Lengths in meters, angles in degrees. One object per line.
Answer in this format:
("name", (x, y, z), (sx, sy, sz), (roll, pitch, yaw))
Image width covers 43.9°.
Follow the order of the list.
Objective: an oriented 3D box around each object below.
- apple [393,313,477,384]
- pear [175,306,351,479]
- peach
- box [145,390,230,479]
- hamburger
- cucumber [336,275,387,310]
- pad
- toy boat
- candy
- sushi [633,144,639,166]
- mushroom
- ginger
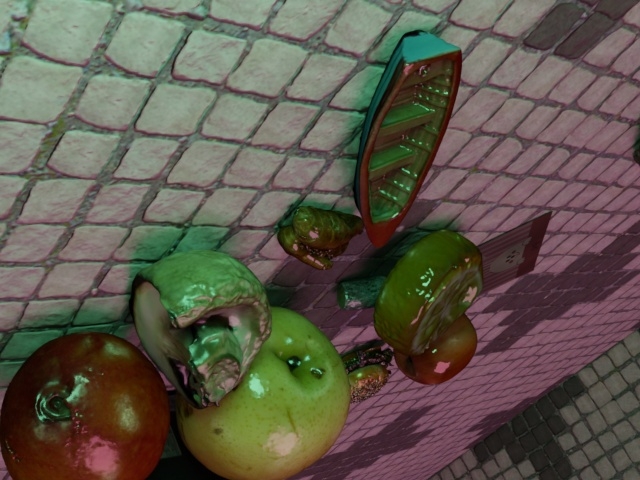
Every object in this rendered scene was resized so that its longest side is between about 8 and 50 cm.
("apple", (0.265, 0.235, 1.820), (0.199, 0.199, 0.199), (-22, 153, -12))
("pear", (-0.105, 0.275, 1.389), (0.309, 0.309, 0.309), (-22, 153, -12))
("peach", (-0.360, 0.271, 1.198), (0.281, 0.238, 0.281), (-39, 152, -25))
("box", (-0.323, 0.389, 1.482), (0.350, 0.211, 0.058), (4, 137, -49))
("hamburger", (0.098, 0.323, 1.892), (0.189, 0.093, 0.164), (-33, 152, 7))
("cucumber", (0.083, 0.104, 1.528), (0.112, 0.064, 0.064), (-10, 148, -32))
("pad", (0.420, 0.046, 1.805), (0.202, 0.005, 0.300), (-25, 153, -7))
("toy boat", (0.104, -0.128, 1.123), (0.136, 0.079, 0.392), (-20, 151, -21))
("candy", (0.207, 0.102, 1.514), (0.260, 0.118, 0.260), (-38, 147, -31))
("sushi", (0.701, -0.206, 1.517), (0.161, 0.107, 0.241), (-29, 161, 3))
("mushroom", (-0.172, 0.114, 1.184), (0.164, 0.189, 0.267), (-33, 134, -26))
("ginger", (0.000, 0.000, 1.254), (0.162, 0.073, 0.103), (5, 139, -49))
